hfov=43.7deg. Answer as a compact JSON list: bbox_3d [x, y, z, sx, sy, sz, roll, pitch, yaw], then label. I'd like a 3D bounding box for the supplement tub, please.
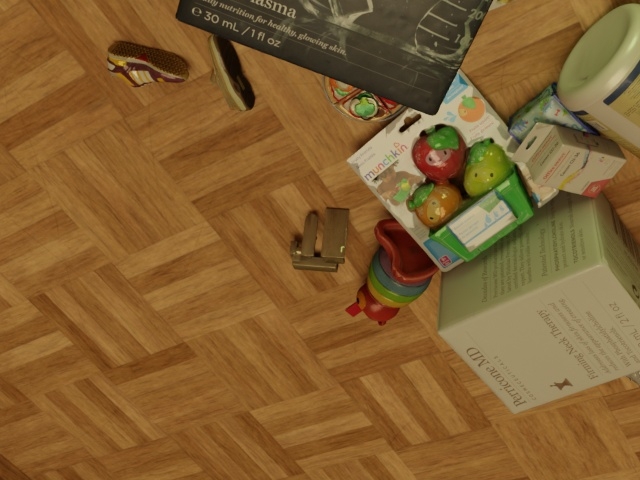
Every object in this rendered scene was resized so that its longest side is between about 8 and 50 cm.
[{"bbox_3d":[0.645,-0.279,1.537,0.316,0.228,0.228,30,127,-14],"label":"supplement tub"}]

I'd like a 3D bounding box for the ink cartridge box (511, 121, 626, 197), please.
[{"bbox_3d":[0.509,-0.165,1.649,0.198,0.067,0.115,10,135,-18],"label":"ink cartridge box"}]

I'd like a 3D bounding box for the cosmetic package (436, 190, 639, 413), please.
[{"bbox_3d":[0.523,0.125,1.821,0.393,0.327,0.329,-29,118,30],"label":"cosmetic package"}]

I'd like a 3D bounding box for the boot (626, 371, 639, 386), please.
[{"bbox_3d":[0.810,0.325,2.091,0.123,0.095,0.258,-10,118,25],"label":"boot"}]

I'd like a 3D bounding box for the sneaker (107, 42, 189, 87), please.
[{"bbox_3d":[-0.379,-0.374,1.763,0.185,0.070,0.084,19,138,3],"label":"sneaker"}]

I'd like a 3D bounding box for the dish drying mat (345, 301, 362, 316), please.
[{"bbox_3d":[0.105,0.176,2.145,0.032,0.008,0.083,39,126,-19],"label":"dish drying mat"}]

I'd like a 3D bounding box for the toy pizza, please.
[{"bbox_3d":[0.102,-0.337,1.718,0.201,0.032,0.201,5,129,6],"label":"toy pizza"}]

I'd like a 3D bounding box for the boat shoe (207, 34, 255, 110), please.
[{"bbox_3d":[-0.212,-0.361,1.740,0.072,0.068,0.190,-2,129,27],"label":"boat shoe"}]

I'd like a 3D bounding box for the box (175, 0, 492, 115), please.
[{"bbox_3d":[0.069,-0.535,1.305,0.479,0.297,0.472,19,127,-6],"label":"box"}]

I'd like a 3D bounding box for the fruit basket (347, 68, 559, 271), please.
[{"bbox_3d":[0.287,-0.138,1.752,0.327,0.165,0.353,-38,105,22],"label":"fruit basket"}]

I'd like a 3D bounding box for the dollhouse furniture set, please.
[{"bbox_3d":[0.000,0.000,2.011,0.144,0.123,0.151,4,164,7],"label":"dollhouse furniture set"}]

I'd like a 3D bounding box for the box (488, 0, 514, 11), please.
[{"bbox_3d":[0.434,-0.517,1.491,0.323,0.067,0.063,-18,124,22],"label":"box"}]

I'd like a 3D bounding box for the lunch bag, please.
[{"bbox_3d":[0.493,-0.235,1.687,0.151,0.096,0.129,42,124,-10],"label":"lunch bag"}]

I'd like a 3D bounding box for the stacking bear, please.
[{"bbox_3d":[0.179,0.099,1.978,0.164,0.175,0.289,-6,146,-26],"label":"stacking bear"}]
